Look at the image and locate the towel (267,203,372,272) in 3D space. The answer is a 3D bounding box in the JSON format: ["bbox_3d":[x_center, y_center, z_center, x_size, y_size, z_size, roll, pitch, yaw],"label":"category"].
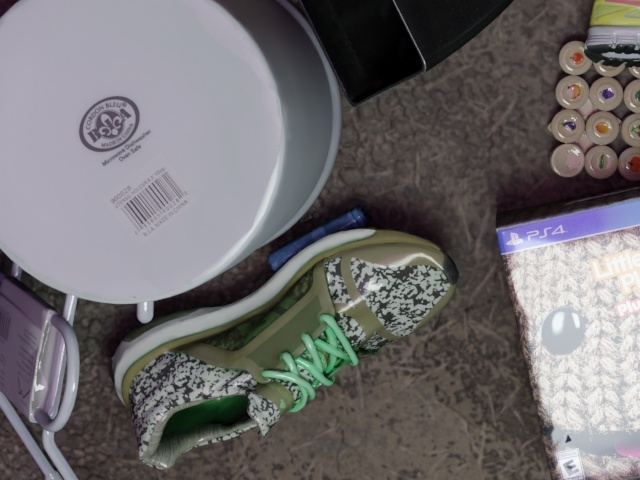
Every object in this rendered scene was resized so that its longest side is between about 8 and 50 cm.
[{"bbox_3d":[0.000,0.000,1.783,0.119,0.067,0.029,-28,92,9],"label":"towel"}]

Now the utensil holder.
[{"bbox_3d":[-0.160,-0.117,1.627,0.328,0.385,0.327,1,97,7],"label":"utensil holder"}]

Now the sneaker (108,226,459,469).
[{"bbox_3d":[-0.033,0.136,1.728,0.410,0.182,0.158,-26,126,13],"label":"sneaker"}]

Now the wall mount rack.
[{"bbox_3d":[-0.276,0.165,1.747,0.130,0.350,0.304,6,99,-27],"label":"wall mount rack"}]

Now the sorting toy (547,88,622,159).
[{"bbox_3d":[0.277,-0.115,1.764,0.062,0.012,0.083,39,96,-4],"label":"sorting toy"}]

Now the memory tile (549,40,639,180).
[{"bbox_3d":[0.304,-0.139,1.747,0.113,0.012,0.148,4,95,-2],"label":"memory tile"}]

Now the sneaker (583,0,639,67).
[{"bbox_3d":[0.381,-0.234,1.706,0.209,0.081,0.094,3,74,-5],"label":"sneaker"}]

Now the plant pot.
[{"bbox_3d":[0.092,-0.269,1.675,0.167,0.188,0.187,-28,94,-24],"label":"plant pot"}]

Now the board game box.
[{"bbox_3d":[0.327,0.093,1.720,0.232,0.141,0.291,-13,96,8],"label":"board game box"}]
